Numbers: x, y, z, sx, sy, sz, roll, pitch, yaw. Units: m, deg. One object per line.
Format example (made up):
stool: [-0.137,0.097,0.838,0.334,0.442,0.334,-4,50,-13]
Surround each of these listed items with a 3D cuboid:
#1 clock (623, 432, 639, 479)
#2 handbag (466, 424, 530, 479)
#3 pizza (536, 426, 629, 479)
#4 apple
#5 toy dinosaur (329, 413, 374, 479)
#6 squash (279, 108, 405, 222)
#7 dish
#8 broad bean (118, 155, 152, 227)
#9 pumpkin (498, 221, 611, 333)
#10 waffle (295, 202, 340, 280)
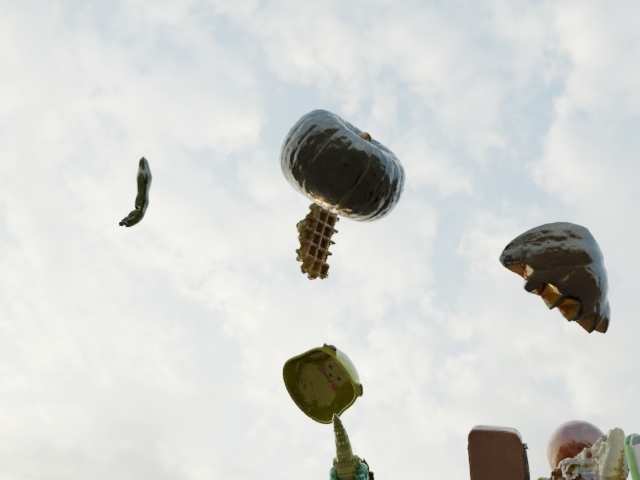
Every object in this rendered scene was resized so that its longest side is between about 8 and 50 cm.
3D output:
clock: [0.552,0.304,0.697,0.166,0.235,0.309,32,-48,-19]
handbag: [0.447,0.565,1.473,0.151,0.072,0.193,-4,-99,19]
pizza: [0.618,0.582,1.353,0.087,0.258,0.268,39,-69,-5]
apple: [0.710,0.597,1.614,0.201,0.201,0.162,43,-44,-16]
toy dinosaur: [0.056,0.457,1.147,0.094,0.153,0.259,-12,-62,7]
squash: [0.043,-0.141,1.134,0.252,0.252,0.165,27,-79,-8]
dish: [0.023,0.392,1.696,0.221,0.108,0.262,52,-52,6]
broad bean: [-0.462,-0.117,1.513,0.046,0.195,0.061,5,-18,32]
pumpkin: [0.486,0.065,1.106,0.254,0.130,0.149,29,-70,-13]
waffle: [0.000,0.000,1.442,0.046,0.161,0.191,5,-70,43]
